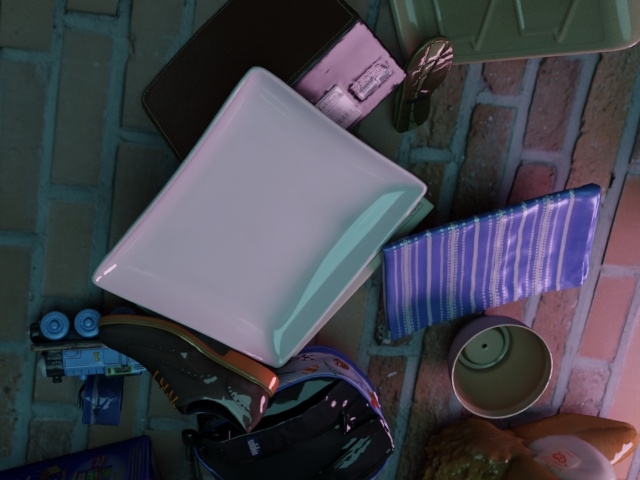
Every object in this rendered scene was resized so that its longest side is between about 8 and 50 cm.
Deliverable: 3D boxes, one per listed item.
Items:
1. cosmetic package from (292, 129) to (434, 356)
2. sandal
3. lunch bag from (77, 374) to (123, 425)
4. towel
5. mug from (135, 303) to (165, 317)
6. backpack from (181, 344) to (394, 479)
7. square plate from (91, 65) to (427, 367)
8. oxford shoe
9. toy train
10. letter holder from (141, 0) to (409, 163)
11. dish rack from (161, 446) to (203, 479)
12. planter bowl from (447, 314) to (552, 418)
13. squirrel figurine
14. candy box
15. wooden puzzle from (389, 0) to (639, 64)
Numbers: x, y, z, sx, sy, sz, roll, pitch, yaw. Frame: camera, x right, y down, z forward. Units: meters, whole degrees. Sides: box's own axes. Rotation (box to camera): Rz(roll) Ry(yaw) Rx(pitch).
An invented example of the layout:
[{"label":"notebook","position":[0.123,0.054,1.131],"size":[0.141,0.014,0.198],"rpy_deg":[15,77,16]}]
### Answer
[{"label":"cosmetic package","position":[0.000,0.000,1.521],"size":[0.160,0.113,0.309],"rpy_deg":[41,100,-19]},{"label":"sandal","position":[0.135,-0.227,1.469],"size":[0.072,0.049,0.180],"rpy_deg":[-14,148,-20]},{"label":"lunch bag","position":[-0.334,0.237,1.559],"size":[0.065,0.098,0.067],"rpy_deg":[5,114,-8]},{"label":"towel","position":[0.257,0.037,1.547],"size":[0.336,0.040,0.243],"rpy_deg":[-17,143,-7]},{"label":"mug","position":[-0.207,0.039,1.507],"size":[0.158,0.097,0.129],"rpy_deg":[14,107,-13]},{"label":"backpack","position":[-0.030,0.295,1.571],"size":[0.263,0.213,0.276],"rpy_deg":[-29,115,11]},{"label":"square plate","position":[-0.075,-0.020,1.368],"size":[0.347,0.049,0.344],"rpy_deg":[31,103,-39]},{"label":"oxford shoe","position":[-0.199,0.183,1.437],"size":[0.271,0.097,0.098],"rpy_deg":[21,63,8]},{"label":"toy train","position":[-0.339,0.154,1.525],"size":[0.184,0.080,0.105],"rpy_deg":[-4,84,-8]},{"label":"letter holder","position":[-0.073,-0.216,1.427],"size":[0.302,0.214,0.152],"rpy_deg":[-44,142,7]},{"label":"dish rack","position":[-0.196,0.448,1.564],"size":[0.074,0.271,0.208],"rpy_deg":[-10,112,-4]},{"label":"planter bowl","position":[0.273,0.185,1.633],"size":[0.162,0.109,0.162],"rpy_deg":[-3,110,-8]},{"label":"squirrel figurine","position":[0.316,0.494,1.706],"size":[0.397,0.281,0.370],"rpy_deg":[11,119,2]},{"label":"candy box","position":[-0.399,0.431,1.527],"size":[0.317,0.268,0.122],"rpy_deg":[-11,107,-4]},{"label":"wooden puzzle","position":[0.245,-0.403,1.369],"size":[0.348,0.080,0.322],"rpy_deg":[0,115,34]}]
